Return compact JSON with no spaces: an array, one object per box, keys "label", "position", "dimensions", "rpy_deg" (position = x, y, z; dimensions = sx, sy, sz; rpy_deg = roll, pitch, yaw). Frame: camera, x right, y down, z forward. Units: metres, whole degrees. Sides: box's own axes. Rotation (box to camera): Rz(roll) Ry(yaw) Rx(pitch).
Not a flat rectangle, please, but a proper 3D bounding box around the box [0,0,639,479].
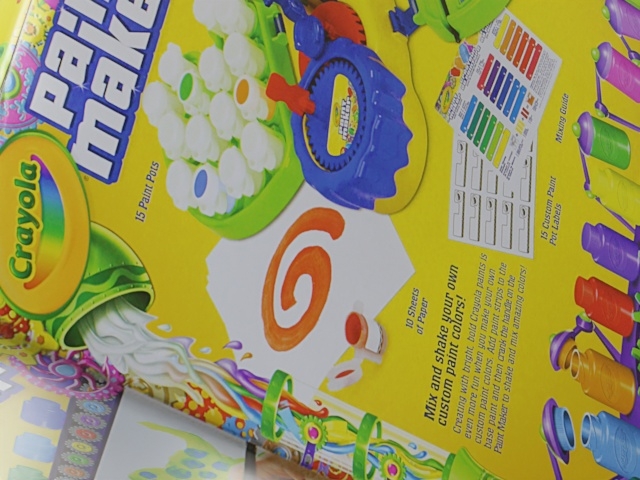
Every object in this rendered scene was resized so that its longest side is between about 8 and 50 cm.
[{"label":"box","position":[-0.022,-0.020,0.649],"dimensions":[0.279,0.290,0.177],"rpy_deg":[29,-34,-25]}]
